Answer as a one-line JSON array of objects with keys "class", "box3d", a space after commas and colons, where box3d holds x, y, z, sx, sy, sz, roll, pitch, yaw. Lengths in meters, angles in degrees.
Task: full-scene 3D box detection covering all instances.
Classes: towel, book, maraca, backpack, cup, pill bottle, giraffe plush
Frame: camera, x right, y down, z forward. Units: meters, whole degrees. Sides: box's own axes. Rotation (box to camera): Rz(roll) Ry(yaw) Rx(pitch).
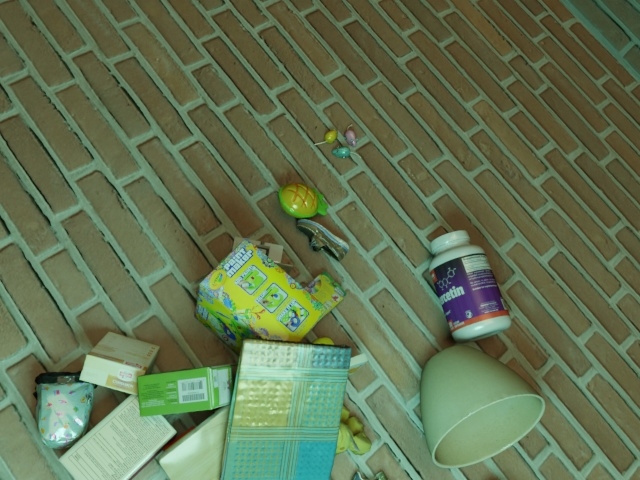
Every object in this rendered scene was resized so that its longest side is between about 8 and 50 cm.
[{"class": "towel", "box3d": [-0.081, 0.416, 1.390, 0.272, 0.040, 0.369, 7, 98, -13]}, {"class": "book", "box3d": [0.064, 0.354, 1.625, 0.096, 0.144, 0.035, -14, 71, -20]}, {"class": "maraca", "box3d": [-0.053, -0.125, 1.836, 0.186, 0.099, 0.127, -2, 61, -42]}, {"class": "backpack", "box3d": [-0.633, 0.416, 1.435, 0.152, 0.115, 0.181, 1, 69, -17]}, {"class": "cup", "box3d": [0.406, 0.430, 1.614, 0.331, 0.331, 0.237, -9, 44, -18]}, {"class": "pill bottle", "box3d": [0.446, 0.140, 1.798, 0.182, 0.181, 0.322, -10, 69, -18]}, {"class": "giraffe plush", "box3d": [0.018, 0.540, 1.538, 0.170, 0.210, 0.181, -44, 99, 7]}]

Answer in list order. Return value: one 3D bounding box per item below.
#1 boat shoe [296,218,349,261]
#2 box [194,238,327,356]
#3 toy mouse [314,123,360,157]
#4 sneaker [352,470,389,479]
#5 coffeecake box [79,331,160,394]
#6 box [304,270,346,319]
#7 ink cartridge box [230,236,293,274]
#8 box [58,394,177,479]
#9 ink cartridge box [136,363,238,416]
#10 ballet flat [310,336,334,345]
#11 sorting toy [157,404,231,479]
[{"class": "boat shoe", "box3d": [0.000, 0.000, 1.808, 0.183, 0.066, 0.066, 29, 64, -1]}, {"class": "box", "box3d": [-0.170, 0.193, 1.554, 0.279, 0.290, 0.177, 41, 63, 4]}, {"class": "toy mouse", "box3d": [0.085, -0.333, 1.995, 0.143, 0.031, 0.161, 42, 63, 6]}, {"class": "sneaker", "box3d": [0.172, 0.663, 1.561, 0.192, 0.064, 0.086, 9, 70, -7]}, {"class": "coffeecake box", "box3d": [-0.499, 0.306, 1.475, 0.143, 0.185, 0.068, 18, 96, -6]}, {"class": "box", "box3d": [-0.016, 0.181, 1.738, 0.179, 0.043, 0.105, -39, 81, -23]}, {"class": "ink cartridge box", "box3d": [-0.173, 0.051, 1.720, 0.180, 0.104, 0.060, 11, 63, -10]}, {"class": "box", "box3d": [-0.486, 0.504, 1.427, 0.148, 0.127, 0.232, 45, 64, 7]}, {"class": "ink cartridge box", "box3d": [-0.299, 0.362, 1.446, 0.189, 0.255, 0.096, -10, 79, 14]}, {"class": "ballet flat", "box3d": [-0.043, 0.347, 1.638, 0.231, 0.077, 0.077, -34, 78, -25]}, {"class": "sorting toy", "box3d": [-0.237, 0.546, 1.452, 0.257, 0.089, 0.255, -34, 106, -26]}]
